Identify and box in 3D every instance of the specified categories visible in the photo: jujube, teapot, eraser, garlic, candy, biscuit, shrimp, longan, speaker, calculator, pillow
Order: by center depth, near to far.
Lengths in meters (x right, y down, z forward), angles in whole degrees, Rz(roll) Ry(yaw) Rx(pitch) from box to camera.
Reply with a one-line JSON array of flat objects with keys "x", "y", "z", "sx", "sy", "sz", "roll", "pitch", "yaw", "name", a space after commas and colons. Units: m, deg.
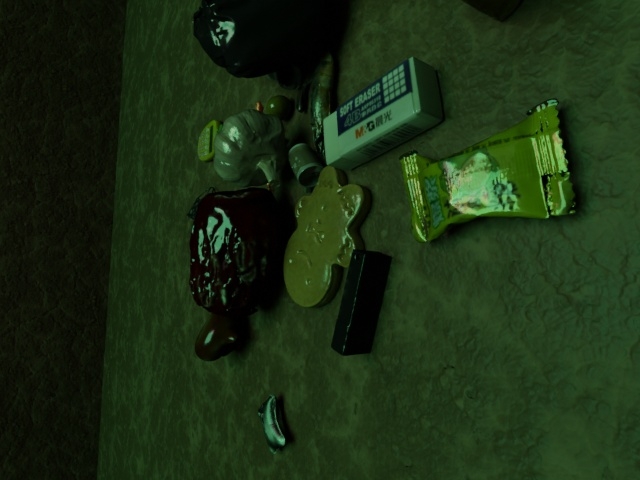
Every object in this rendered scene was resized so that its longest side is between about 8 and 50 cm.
[{"x": 0.258, "y": -0.102, "z": 0.752, "sx": 0.297, "sy": 0.081, "sz": 0.187, "roll": -17, "pitch": 73, "yaw": 50, "name": "candy"}, {"x": 0.085, "y": 0.130, "z": 0.942, "sx": 0.044, "sy": 0.082, "sz": 0.218, "roll": 21, "pitch": 103, "yaw": 51, "name": "speaker"}, {"x": 0.119, "y": -0.256, "z": 0.950, "sx": 0.279, "sy": 0.081, "sz": 0.124, "roll": -21, "pitch": 69, "yaw": 49, "name": "eraser"}, {"x": -0.002, "y": 0.000, "z": 1.097, "sx": 0.275, "sy": 0.052, "sz": 0.354, "roll": 49, "pitch": 122, "yaw": 43, "name": "biscuit"}, {"x": -0.158, "y": -0.216, "z": 1.157, "sx": 0.212, "sy": 0.219, "sz": 0.218, "roll": 49, "pitch": 122, "yaw": 41, "name": "garlic"}, {"x": -0.020, "y": -0.351, "z": 1.170, "sx": 0.169, "sy": 0.058, "sz": 0.295, "roll": -12, "pitch": 73, "yaw": 59, "name": "shrimp"}, {"x": -0.126, "y": 0.486, "z": 1.190, "sx": 0.091, "sy": 0.055, "sz": 0.135, "roll": -38, "pitch": 57, "yaw": 21, "name": "pillow"}, {"x": -0.237, "y": 0.028, "z": 1.236, "sx": 0.258, "sy": 0.258, "sz": 0.376, "roll": 22, "pitch": 98, "yaw": 51, "name": "jujube"}, {"x": -0.118, "y": -0.381, "z": 1.287, "sx": 0.075, "sy": 0.083, "sz": 0.075, "roll": 3, "pitch": 105, "yaw": 11, "name": "longan"}, {"x": -0.310, "y": 0.302, "z": 1.402, "sx": 0.178, "sy": 0.135, "sz": 0.252, "roll": -59, "pitch": 10, "yaw": -23, "name": "teapot"}, {"x": -0.411, "y": -0.374, "z": 1.684, "sx": 0.235, "sy": 0.032, "sz": 0.146, "roll": -7, "pitch": 80, "yaw": 53, "name": "calculator"}]

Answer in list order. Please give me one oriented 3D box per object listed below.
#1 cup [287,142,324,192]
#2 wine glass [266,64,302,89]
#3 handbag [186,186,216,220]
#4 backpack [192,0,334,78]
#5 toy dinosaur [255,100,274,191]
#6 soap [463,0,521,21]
[{"x": -0.034, "y": -0.189, "z": 1.161, "sx": 0.074, "sy": 0.102, "sz": 0.099, "roll": -28, "pitch": 54, "yaw": 3, "name": "cup"}, {"x": -0.105, "y": -0.468, "z": 1.253, "sx": 0.072, "sy": 0.072, "sz": 0.155, "roll": -68, "pitch": 29, "yaw": 19, "name": "wine glass"}, {"x": -0.418, "y": -0.131, "z": 1.643, "sx": 0.115, "sy": 0.072, "sz": 0.139, "roll": 25, "pitch": 92, "yaw": 52, "name": "handbag"}, {"x": -0.173, "y": -0.596, "z": 1.190, "sx": 0.446, "sy": 0.363, "sz": 0.254, "roll": 44, "pitch": 156, "yaw": 56, "name": "backpack"}, {"x": -0.153, "y": -0.287, "z": 1.317, "sx": 0.117, "sy": 0.071, "sz": 0.288, "roll": -24, "pitch": 71, "yaw": 48, "name": "toy dinosaur"}, {"x": 0.233, "y": -0.510, "z": 0.627, "sx": 0.156, "sy": 0.335, "sz": 0.293, "roll": 50, "pitch": 128, "yaw": 34, "name": "soap"}]
